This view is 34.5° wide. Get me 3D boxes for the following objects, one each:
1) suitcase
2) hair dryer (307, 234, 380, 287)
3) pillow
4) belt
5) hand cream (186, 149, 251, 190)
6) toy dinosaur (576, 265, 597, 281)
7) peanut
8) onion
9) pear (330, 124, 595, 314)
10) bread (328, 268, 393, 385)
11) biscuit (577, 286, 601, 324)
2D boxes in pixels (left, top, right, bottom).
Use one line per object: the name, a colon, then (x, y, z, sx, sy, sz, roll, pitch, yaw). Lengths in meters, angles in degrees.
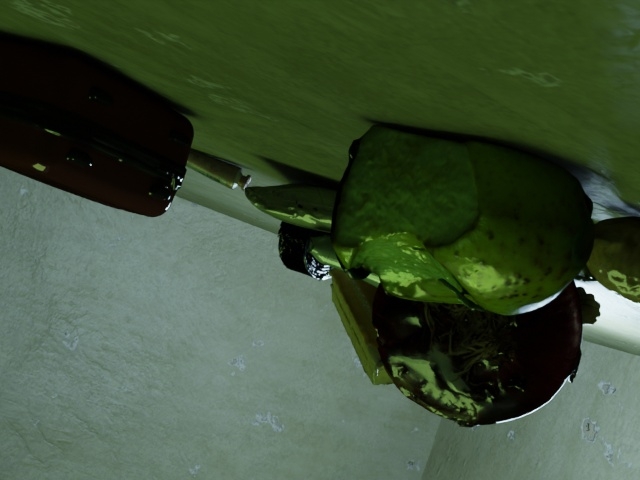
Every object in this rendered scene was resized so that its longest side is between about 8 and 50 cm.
suitcase: (-0.335, -0.149, 1.393, 0.236, 0.161, 0.297, 17, 176, 29)
hair dryer: (0.077, 0.022, 1.755, 0.206, 0.075, 0.237, 18, -171, -3)
pillow: (0.033, -0.047, 1.757, 0.281, 0.076, 0.274, 13, 180, 12)
belt: (0.000, 0.000, 1.991, 0.078, 0.151, 0.198, 16, -170, 31)
hand cream: (-0.228, -0.146, 1.909, 0.209, 0.043, 0.067, 24, 175, 7)
toy dinosaur: (0.436, 0.051, 1.584, 0.060, 0.029, 0.119, 3, 180, -31)
peanut: (0.374, 0.039, 1.090, 0.226, 0.095, 0.108, 21, 172, -19)
onion: (0.232, 0.120, 1.516, 0.314, 0.314, 0.232, 19, -171, 6)
pear: (0.173, 0.000, 1.058, 0.255, 0.164, 0.238, 14, 172, 44)
bread: (0.163, 0.123, 1.817, 0.111, 0.239, 0.246, 80, 169, -46)
biscuit: (0.413, 0.110, 1.866, 0.187, 0.036, 0.273, 5, -164, 6)
